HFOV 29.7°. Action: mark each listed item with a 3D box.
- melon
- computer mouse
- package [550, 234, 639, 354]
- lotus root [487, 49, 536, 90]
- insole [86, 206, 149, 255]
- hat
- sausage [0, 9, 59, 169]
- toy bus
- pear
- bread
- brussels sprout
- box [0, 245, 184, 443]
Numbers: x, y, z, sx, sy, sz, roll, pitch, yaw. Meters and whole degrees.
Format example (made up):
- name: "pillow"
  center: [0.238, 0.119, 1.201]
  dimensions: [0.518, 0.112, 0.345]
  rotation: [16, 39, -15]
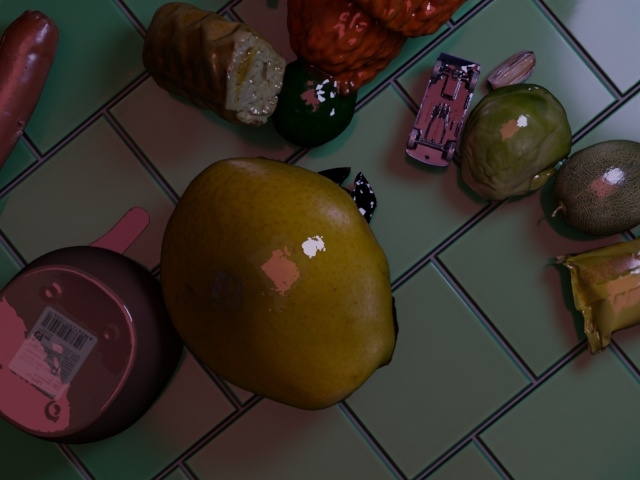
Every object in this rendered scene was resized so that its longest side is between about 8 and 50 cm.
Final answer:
- name: "melon"
  center: [0.418, -0.075, 1.762]
  dimensions: [0.192, 0.139, 0.139]
  rotation: [-22, 86, -14]
- name: "computer mouse"
  center: [0.000, 0.000, 1.819]
  dimensions: [0.147, 0.077, 0.241]
  rotation: [25, 89, 2]
- name: "package"
  center: [0.468, 0.057, 1.781]
  dimensions: [0.226, 0.090, 0.168]
  rotation: [-19, 83, 0]
- name: "lotus root"
  center: [0.292, -0.257, 1.836]
  dimensions: [0.083, 0.030, 0.037]
  rotation: [-37, 117, 4]
- name: "insole"
  center: [-0.327, 0.007, 1.874]
  dimensions: [0.053, 0.002, 0.152]
  rotation: [43, 91, 4]
- name: "hat"
  center: [0.055, -0.339, 1.788]
  dimensions: [0.285, 0.285, 0.400]
  rotation: [32, 120, 4]
- name: "sausage"
  center: [-0.512, -0.158, 1.851]
  dimensions: [0.094, 0.094, 0.418]
  rotation: [26, 89, -11]
- name: "toy bus"
  center: [0.185, -0.192, 1.817]
  dimensions: [0.073, 0.076, 0.167]
  rotation: [20, 87, 4]
- name: "pear"
  center: [-0.087, 0.073, 1.709]
  dimensions: [0.386, 0.191, 0.340]
  rotation: [50, 116, 14]
- name: "bread"
  center: [-0.165, -0.263, 1.764]
  dimensions: [0.130, 0.268, 0.152]
  rotation: [-24, 124, -32]
- name: "brussels sprout"
  center: [0.280, -0.152, 1.782]
  dimensions: [0.183, 0.131, 0.145]
  rotation: [-34, 130, -2]
- name: "box"
  center: [-0.361, 0.153, 1.765]
  dimensions: [0.301, 0.216, 0.300]
  rotation: [0, 87, 2]
